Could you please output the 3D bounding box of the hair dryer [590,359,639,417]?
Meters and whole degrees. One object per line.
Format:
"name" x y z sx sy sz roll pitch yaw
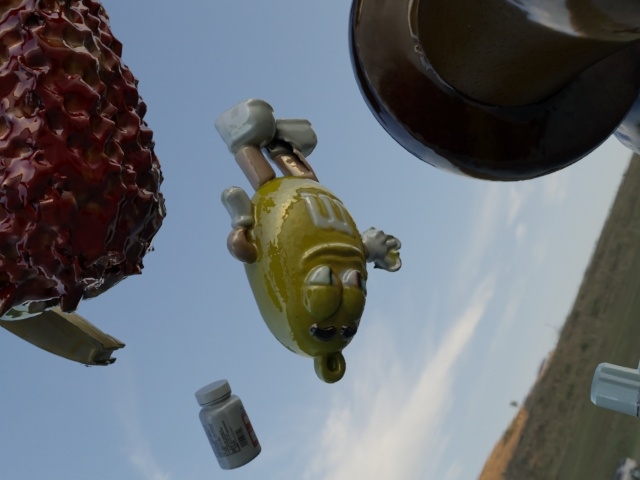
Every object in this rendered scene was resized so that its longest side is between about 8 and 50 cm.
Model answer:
"hair dryer" 0.337 0.113 0.827 0.047 0.081 0.137 22 -99 -57

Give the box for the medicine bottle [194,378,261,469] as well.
"medicine bottle" -0.161 0.314 1.373 0.079 0.079 0.140 -29 -82 -56

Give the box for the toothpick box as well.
"toothpick box" 0.118 -0.143 0.427 0.294 0.192 0.192 111 -178 -82

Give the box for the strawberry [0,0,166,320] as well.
"strawberry" -0.269 -0.105 0.720 0.292 0.292 0.344 -23 -58 -58

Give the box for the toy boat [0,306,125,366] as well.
"toy boat" -0.349 0.100 1.019 0.064 0.206 0.072 -58 8 11

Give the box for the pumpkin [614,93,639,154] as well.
"pumpkin" 0.366 -0.247 0.811 0.266 0.363 0.363 -42 -12 27

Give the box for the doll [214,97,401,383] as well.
"doll" -0.025 -0.027 1.257 0.161 0.423 0.348 -35 4 41
